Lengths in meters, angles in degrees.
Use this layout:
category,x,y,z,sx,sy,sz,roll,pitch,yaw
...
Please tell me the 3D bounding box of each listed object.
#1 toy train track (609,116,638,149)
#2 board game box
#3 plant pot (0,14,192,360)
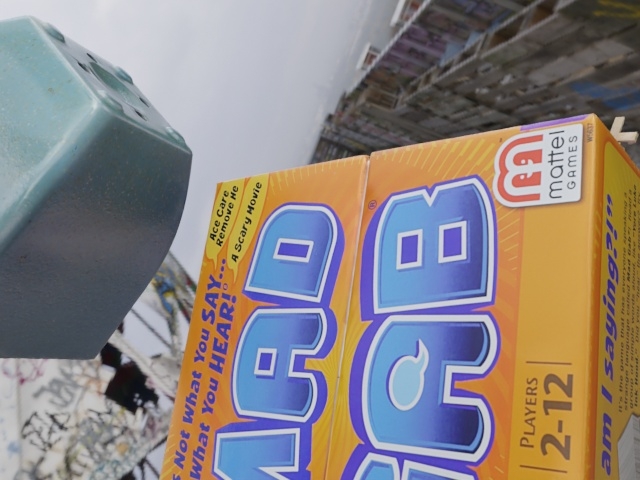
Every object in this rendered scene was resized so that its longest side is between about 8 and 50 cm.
category,x,y,z,sx,sy,sz,roll,pitch,yaw
toy train track,0.283,-0.101,0.719,0.083,0.014,0.048,8,68,52
board game box,0.121,0.151,0.631,0.356,0.356,0.356,-5,69,39
plant pot,-0.276,-0.060,0.692,0.252,0.248,0.247,-45,-22,8
